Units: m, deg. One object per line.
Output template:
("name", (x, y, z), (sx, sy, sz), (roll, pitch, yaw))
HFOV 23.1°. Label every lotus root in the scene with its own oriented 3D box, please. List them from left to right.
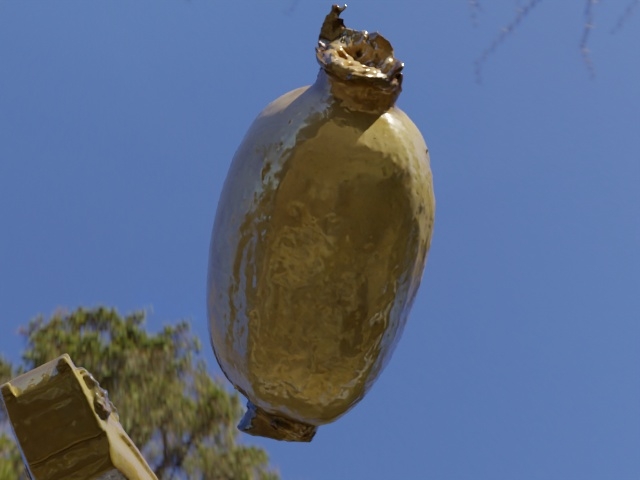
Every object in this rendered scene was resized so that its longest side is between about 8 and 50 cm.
("lotus root", (0.000, 0.000, 0.514), (0.062, 0.073, 0.150), (-9, -65, -52))

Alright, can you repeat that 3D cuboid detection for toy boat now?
("toy boat", (-0.106, 0.128, 0.778), (0.057, 0.077, 0.200), (-27, -44, -6))
